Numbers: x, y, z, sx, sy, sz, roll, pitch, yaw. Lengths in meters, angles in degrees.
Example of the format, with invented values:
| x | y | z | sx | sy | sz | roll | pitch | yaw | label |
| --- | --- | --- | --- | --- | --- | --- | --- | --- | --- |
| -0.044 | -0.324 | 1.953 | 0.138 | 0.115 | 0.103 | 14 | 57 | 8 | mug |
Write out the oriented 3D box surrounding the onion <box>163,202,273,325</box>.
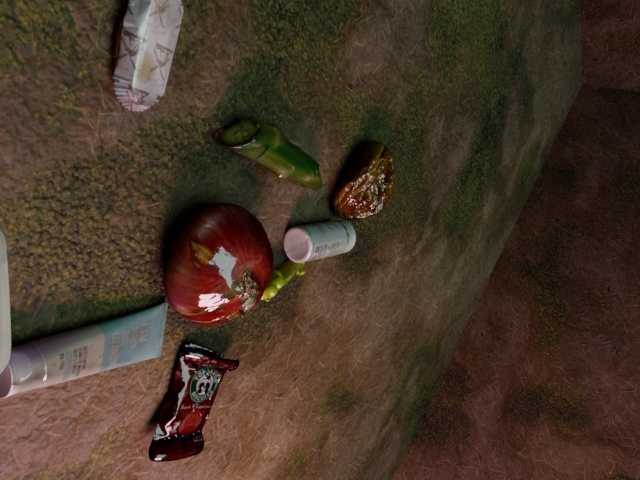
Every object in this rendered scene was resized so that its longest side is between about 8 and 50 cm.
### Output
| x | y | z | sx | sy | sz | roll | pitch | yaw | label |
| --- | --- | --- | --- | --- | --- | --- | --- | --- | --- |
| -0.180 | 0.050 | 1.037 | 0.248 | 0.161 | 0.248 | 10 | 90 | -76 | onion |

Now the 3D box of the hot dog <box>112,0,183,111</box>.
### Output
| x | y | z | sx | sy | sz | roll | pitch | yaw | label |
| --- | --- | --- | --- | --- | --- | --- | --- | --- | --- |
| -0.258 | -0.287 | 0.821 | 0.099 | 0.053 | 0.192 | -3 | 113 | -53 | hot dog |

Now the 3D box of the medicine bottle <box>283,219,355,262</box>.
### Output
| x | y | z | sx | sy | sz | roll | pitch | yaw | label |
| --- | --- | --- | --- | --- | --- | --- | --- | --- | --- |
| 0.000 | 0.000 | 1.313 | 0.183 | 0.086 | 0.086 | -10 | 115 | -53 | medicine bottle |

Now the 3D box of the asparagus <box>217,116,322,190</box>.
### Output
| x | y | z | sx | sy | sz | roll | pitch | yaw | label |
| --- | --- | --- | --- | --- | --- | --- | --- | --- | --- |
| -0.077 | -0.169 | 1.117 | 0.343 | 0.082 | 0.085 | 18 | 89 | -58 | asparagus |

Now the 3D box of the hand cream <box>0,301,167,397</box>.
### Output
| x | y | z | sx | sy | sz | roll | pitch | yaw | label |
| --- | --- | --- | --- | --- | --- | --- | --- | --- | --- |
| -0.372 | 0.182 | 0.907 | 0.312 | 0.070 | 0.111 | -9 | 111 | -57 | hand cream |

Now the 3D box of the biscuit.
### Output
| x | y | z | sx | sy | sz | roll | pitch | yaw | label |
| --- | --- | --- | --- | --- | --- | --- | --- | --- | --- |
| -0.264 | 0.334 | 1.142 | 0.151 | 0.063 | 0.235 | 29 | 81 | -57 | biscuit |

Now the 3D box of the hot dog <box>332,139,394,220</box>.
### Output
| x | y | z | sx | sy | sz | roll | pitch | yaw | label |
| --- | --- | --- | --- | --- | --- | --- | --- | --- | --- |
| 0.117 | -0.148 | 1.392 | 0.227 | 0.099 | 0.160 | -56 | 144 | -14 | hot dog |

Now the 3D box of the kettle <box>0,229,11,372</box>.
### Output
| x | y | z | sx | sy | sz | roll | pitch | yaw | label |
| --- | --- | --- | --- | --- | --- | --- | --- | --- | --- |
| -0.476 | 0.148 | 0.609 | 0.265 | 0.205 | 0.318 | -7 | 111 | -39 | kettle |

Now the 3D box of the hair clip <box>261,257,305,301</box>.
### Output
| x | y | z | sx | sy | sz | roll | pitch | yaw | label |
| --- | --- | --- | --- | --- | --- | --- | --- | --- | --- |
| -0.097 | 0.090 | 1.239 | 0.173 | 0.072 | 0.046 | -32 | 121 | -48 | hair clip |
